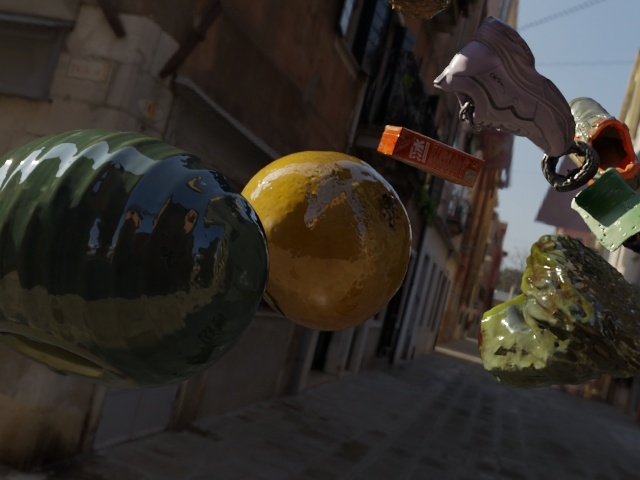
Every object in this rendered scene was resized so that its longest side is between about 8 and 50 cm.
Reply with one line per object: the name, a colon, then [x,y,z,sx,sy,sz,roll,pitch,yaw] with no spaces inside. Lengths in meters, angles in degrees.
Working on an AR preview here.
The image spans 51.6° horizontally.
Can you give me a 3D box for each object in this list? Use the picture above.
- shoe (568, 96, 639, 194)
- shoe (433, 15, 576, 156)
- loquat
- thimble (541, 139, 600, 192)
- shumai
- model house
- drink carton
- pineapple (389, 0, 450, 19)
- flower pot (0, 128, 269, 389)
shoe: [0.668,-0.249,1.585,0.132,0.337,0.171,-17,-35,10]
shoe: [0.283,-0.206,1.012,0.245,0.137,0.095,48,10,-20]
loquat: [0.000,0.000,0.947,0.262,0.263,0.263,14,-4,1]
thimble: [0.492,-0.150,1.307,0.095,0.104,0.066,53,23,23]
shumai: [0.411,0.170,1.120,0.304,0.263,0.309,49,28,16]
model house: [0.582,-0.042,1.279,0.088,0.117,0.167,31,23,-33]
drink carton: [0.250,-0.192,1.509,0.222,0.071,0.096,19,7,-18]
pineapple: [0.149,-0.406,0.922,0.111,0.119,0.237,34,-10,8]
flower pot: [-0.154,0.017,0.480,0.242,0.157,0.189,5,-30,31]
